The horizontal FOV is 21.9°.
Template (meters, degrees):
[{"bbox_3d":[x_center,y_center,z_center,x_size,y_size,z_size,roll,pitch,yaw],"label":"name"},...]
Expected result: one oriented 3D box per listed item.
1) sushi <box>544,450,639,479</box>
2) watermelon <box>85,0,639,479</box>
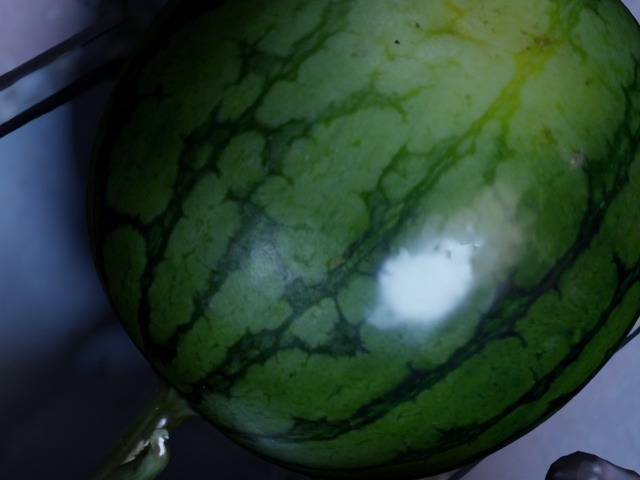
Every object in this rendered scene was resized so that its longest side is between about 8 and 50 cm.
[{"bbox_3d":[0.006,0.149,0.394,0.270,0.236,0.170,-5,69,-39],"label":"sushi"},{"bbox_3d":[0.000,0.000,0.408,0.187,0.141,0.140,-42,130,-8],"label":"watermelon"}]
